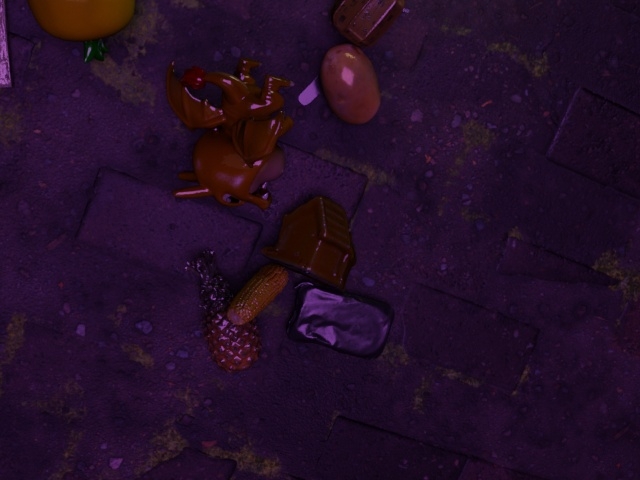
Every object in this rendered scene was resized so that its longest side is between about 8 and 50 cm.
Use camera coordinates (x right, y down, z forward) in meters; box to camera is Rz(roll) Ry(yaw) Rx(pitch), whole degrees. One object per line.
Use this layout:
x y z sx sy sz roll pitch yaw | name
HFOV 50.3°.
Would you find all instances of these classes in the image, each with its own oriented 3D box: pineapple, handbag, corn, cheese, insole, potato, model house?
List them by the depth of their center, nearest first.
-0.856 -0.600 1.770 0.085 0.034 0.400 0 102 -11 | cheese
0.083 -0.438 1.927 0.150 0.146 0.233 -16 110 24 | potato
-0.178 0.152 1.963 0.091 0.260 0.091 37 128 3 | corn
-0.001 -0.448 1.973 0.153 0.002 0.053 -43 106 1 | insole
-0.286 0.205 1.983 0.175 0.175 0.361 -21 107 -5 | pineapple
0.003 0.002 2.012 0.268 0.173 0.239 28 83 -45 | model house
0.054 0.248 2.102 0.332 0.075 0.191 16 99 -12 | handbag

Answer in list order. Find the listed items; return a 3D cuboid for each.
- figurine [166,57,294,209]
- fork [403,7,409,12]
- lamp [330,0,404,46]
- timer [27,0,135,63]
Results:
-0.245 -0.292 1.845 0.401 0.268 0.387 27 117 18 | figurine
0.141 -0.685 1.938 0.235 0.021 0.039 15 104 -14 | fork
0.127 -0.634 1.865 0.161 0.161 0.185 39 110 -16 | lamp
-0.591 -0.576 1.720 0.285 0.285 0.285 -2 103 -10 | timer
